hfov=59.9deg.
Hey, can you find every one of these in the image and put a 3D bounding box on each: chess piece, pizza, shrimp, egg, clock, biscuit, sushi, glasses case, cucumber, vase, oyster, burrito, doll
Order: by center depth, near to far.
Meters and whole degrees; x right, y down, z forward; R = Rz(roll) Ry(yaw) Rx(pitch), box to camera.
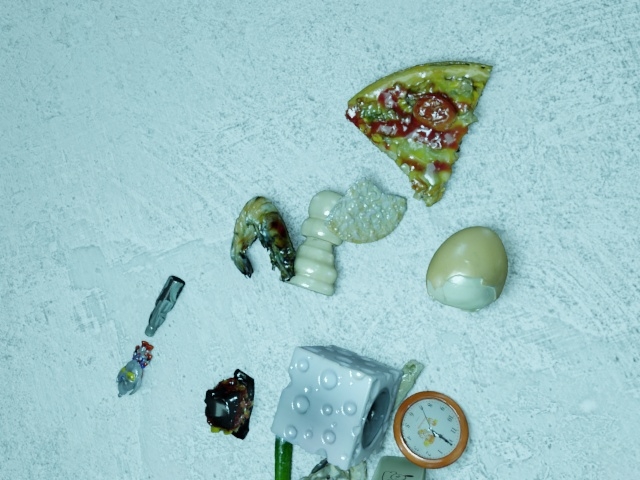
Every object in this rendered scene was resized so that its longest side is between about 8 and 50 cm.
[{"bbox_3d":[0.196,0.643,1.427,0.131,0.313,0.070,-1,89,15],"label":"glasses case"},{"bbox_3d":[0.395,0.075,1.482,0.201,0.201,0.245,25,80,16],"label":"egg"},{"bbox_3d":[0.302,0.517,1.524,0.205,0.051,0.206,-5,63,9],"label":"clock"},{"bbox_3d":[0.302,-0.304,1.576,0.439,0.130,0.407,-14,80,14],"label":"pizza"},{"bbox_3d":[0.223,0.418,1.578,0.058,0.045,0.188,38,99,30],"label":"burrito"},{"bbox_3d":[0.130,-0.087,1.590,0.265,0.040,0.188,-13,95,-20],"label":"biscuit"},{"bbox_3d":[-0.024,0.711,1.599,0.344,0.078,0.129,-27,96,2],"label":"oyster"},{"bbox_3d":[0.000,0.000,1.624,0.166,0.167,0.300,16,86,16],"label":"chess piece"},{"bbox_3d":[-0.177,0.021,1.641,0.233,0.071,0.365,-51,45,21],"label":"shrimp"},{"bbox_3d":[-0.113,0.644,1.647,0.055,0.056,0.251,0,86,15],"label":"cucumber"},{"bbox_3d":[-0.275,0.492,1.653,0.153,0.150,0.172,29,93,16],"label":"sushi"},{"bbox_3d":[-0.509,0.216,1.787,0.059,0.060,0.212,30,92,16],"label":"vase"},{"bbox_3d":[-0.604,0.421,1.797,0.104,0.062,0.195,27,86,15],"label":"doll"}]

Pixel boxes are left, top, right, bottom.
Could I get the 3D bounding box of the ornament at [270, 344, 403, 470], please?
[{"bbox_3d":[0.051,0.434,1.502,0.239,0.239,0.239,17,90,28],"label":"ornament"}]
